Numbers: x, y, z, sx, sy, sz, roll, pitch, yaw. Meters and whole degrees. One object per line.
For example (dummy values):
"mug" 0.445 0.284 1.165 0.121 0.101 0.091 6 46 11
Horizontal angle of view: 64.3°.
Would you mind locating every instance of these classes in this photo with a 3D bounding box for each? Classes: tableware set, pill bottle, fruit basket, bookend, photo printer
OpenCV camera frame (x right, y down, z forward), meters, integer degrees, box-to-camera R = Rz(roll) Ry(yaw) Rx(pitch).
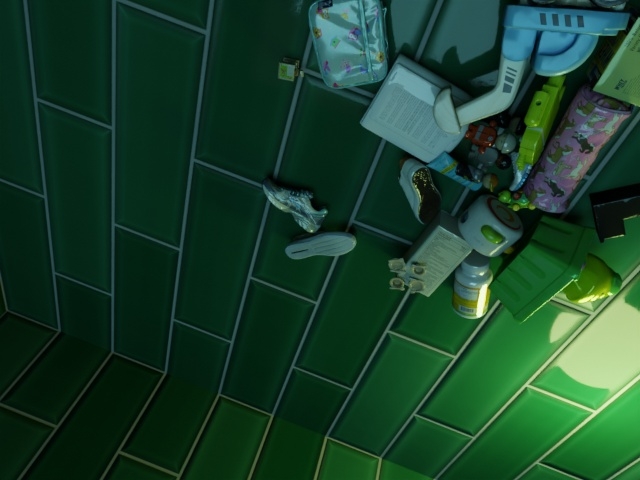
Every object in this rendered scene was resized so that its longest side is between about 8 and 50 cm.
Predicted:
"tableware set" 0.325 0.135 1.914 0.141 0.020 0.169 6 127 16
"pill bottle" 0.575 0.164 1.923 0.136 0.136 0.246 5 127 14
"fruit basket" 0.821 0.128 1.724 0.392 0.283 0.392 26 143 21
"bookend" 0.972 -0.088 1.645 0.157 0.072 0.156 -14 122 26
"photo printer" 0.313 -0.398 1.594 0.307 0.107 0.256 28 130 -5

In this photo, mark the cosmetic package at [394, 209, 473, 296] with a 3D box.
"cosmetic package" 0.426 0.053 1.902 0.160 0.113 0.309 29 129 -5

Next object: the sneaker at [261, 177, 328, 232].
"sneaker" -0.093 -0.159 1.930 0.283 0.110 0.122 37 111 -15

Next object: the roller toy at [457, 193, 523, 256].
"roller toy" 0.573 -0.047 1.729 0.209 0.191 0.146 4 140 -37

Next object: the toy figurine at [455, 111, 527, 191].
"toy figurine" 0.523 -0.279 1.549 0.148 0.213 0.210 24 132 21

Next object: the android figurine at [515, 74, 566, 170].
"android figurine" 0.625 -0.332 1.454 0.056 0.248 0.273 25 97 25

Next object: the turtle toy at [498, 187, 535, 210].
"turtle toy" 0.662 -0.140 1.700 0.130 0.095 0.066 -3 105 20

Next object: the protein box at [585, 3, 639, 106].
"protein box" 0.857 -0.478 1.341 0.201 0.136 0.200 19 130 2

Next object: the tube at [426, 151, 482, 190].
"tube" 0.448 -0.227 1.671 0.207 0.052 0.080 23 136 -30

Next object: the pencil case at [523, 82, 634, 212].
"pencil case" 0.752 -0.262 1.516 0.167 0.160 0.386 10 131 -6

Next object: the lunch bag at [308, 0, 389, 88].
"lunch bag" 0.093 -0.603 1.506 0.223 0.108 0.279 -1 126 19

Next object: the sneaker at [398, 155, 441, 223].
"sneaker" 0.342 -0.182 1.777 0.105 0.123 0.290 -32 137 -6

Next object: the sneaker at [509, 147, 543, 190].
"sneaker" 0.642 -0.250 1.638 0.082 0.071 0.191 23 122 9

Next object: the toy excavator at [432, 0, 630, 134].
"toy excavator" 0.534 -0.485 1.325 0.432 0.222 0.446 9 115 13

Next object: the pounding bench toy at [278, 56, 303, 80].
"pounding bench toy" -0.086 -0.549 1.633 0.083 0.065 0.052 13 128 7

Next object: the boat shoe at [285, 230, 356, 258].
"boat shoe" 0.000 0.000 2.007 0.302 0.094 0.109 -7 130 24
